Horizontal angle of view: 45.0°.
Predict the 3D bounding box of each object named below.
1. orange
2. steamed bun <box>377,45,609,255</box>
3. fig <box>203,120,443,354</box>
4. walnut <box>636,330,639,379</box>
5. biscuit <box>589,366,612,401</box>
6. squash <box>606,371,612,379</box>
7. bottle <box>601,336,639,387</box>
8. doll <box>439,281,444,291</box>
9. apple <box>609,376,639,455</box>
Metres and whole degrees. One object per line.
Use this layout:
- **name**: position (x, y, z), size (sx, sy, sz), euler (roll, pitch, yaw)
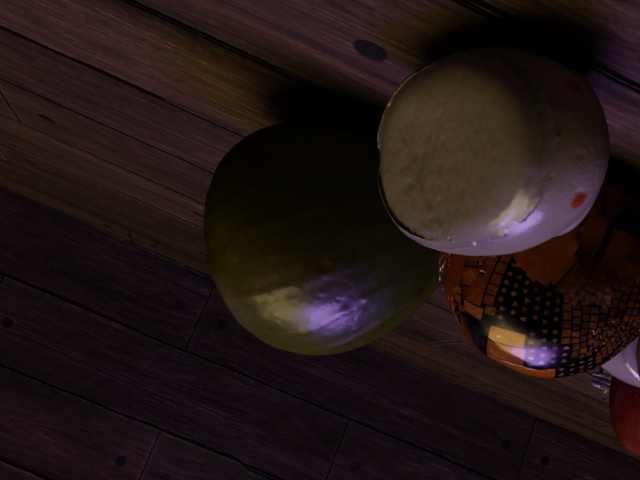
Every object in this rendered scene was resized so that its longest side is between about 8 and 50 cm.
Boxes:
- **orange**: position (0.235, 0.027, 0.808), size (0.234, 0.234, 0.182), euler (26, 167, -15)
- **steamed bun**: position (0.153, -0.076, 0.667), size (0.131, 0.177, 0.228), euler (-1, 180, -30)
- **fig**: position (0.025, -0.012, 0.945), size (0.316, 0.316, 0.316), euler (21, 167, 5)
- **walnut**: position (0.434, 0.105, 0.591), size (0.381, 0.381, 0.381), euler (21, 167, 5)
- **biscuit**: position (0.701, 0.330, 1.633), size (0.239, 0.062, 0.108), euler (12, 162, 36)
- **squash**: position (0.575, 0.226, 1.366), size (0.184, 0.085, 0.192), euler (20, 169, 15)
- **bottle**: position (0.427, 0.124, 1.090), size (0.147, 0.147, 0.236), euler (24, 175, -8)
- **doll**: position (0.238, 0.046, 1.213), size (0.114, 0.085, 0.152), euler (8, 166, -33)
- **apple**: position (0.554, 0.244, 1.178), size (0.218, 0.201, 0.218), euler (16, -176, -1)
